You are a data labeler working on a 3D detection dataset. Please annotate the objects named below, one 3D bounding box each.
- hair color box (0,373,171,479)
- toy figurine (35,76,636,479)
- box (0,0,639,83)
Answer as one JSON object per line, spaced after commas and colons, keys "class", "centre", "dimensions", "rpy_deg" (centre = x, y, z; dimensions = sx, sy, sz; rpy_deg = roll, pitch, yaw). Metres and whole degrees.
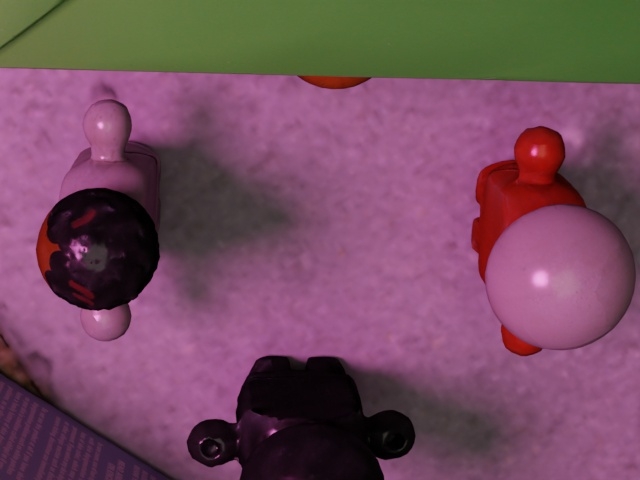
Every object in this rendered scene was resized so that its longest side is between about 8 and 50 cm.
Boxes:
{"class": "hair color box", "centre": [-0.143, 0.189, 0.679], "dimensions": [0.374, 0.113, 0.185], "rpy_deg": [34, 100, -10]}
{"class": "toy figurine", "centre": [0.000, 0.000, 0.619], "dimensions": [0.213, 0.148, 0.209], "rpy_deg": [-39, 103, 7]}
{"class": "box", "centre": [0.012, -0.182, 0.516], "dimensions": [0.262, 0.231, 0.127], "rpy_deg": [0, 142, -6]}
